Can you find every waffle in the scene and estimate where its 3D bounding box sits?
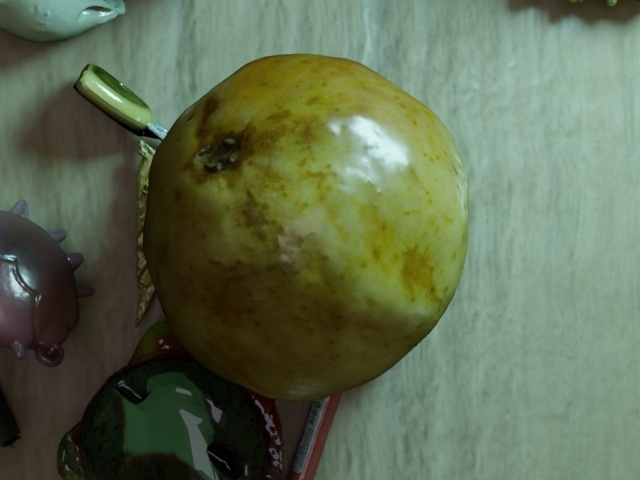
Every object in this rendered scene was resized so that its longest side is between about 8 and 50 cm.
[{"bbox_3d":[-0.219,-0.008,1.742,0.125,0.032,0.191,35,89,-10],"label":"waffle"}]

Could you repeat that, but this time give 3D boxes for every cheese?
[{"bbox_3d":[-0.220,-0.149,1.732,0.162,0.086,0.036,38,97,-14],"label":"cheese"}]

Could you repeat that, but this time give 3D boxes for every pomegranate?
[{"bbox_3d":[0.000,0.000,1.602,0.410,0.410,0.410,0,90,0],"label":"pomegranate"}]

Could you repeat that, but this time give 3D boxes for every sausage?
[{"bbox_3d":[-0.005,0.227,1.749,0.034,0.034,0.253,18,90,0],"label":"sausage"}]

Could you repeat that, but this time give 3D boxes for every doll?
[{"bbox_3d":[-0.370,0.036,1.683,0.262,0.211,0.093,49,135,11],"label":"doll"}]

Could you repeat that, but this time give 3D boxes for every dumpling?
[{"bbox_3d":[-0.334,-0.307,1.721,0.111,0.181,0.155,-39,55,34],"label":"dumpling"}]

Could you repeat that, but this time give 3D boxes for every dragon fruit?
[{"bbox_3d":[-0.164,0.240,1.697,0.268,0.130,0.295,-20,85,10],"label":"dragon fruit"}]

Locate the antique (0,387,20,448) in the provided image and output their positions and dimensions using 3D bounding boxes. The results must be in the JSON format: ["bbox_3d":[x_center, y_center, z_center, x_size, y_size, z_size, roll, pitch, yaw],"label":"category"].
[{"bbox_3d":[-0.449,0.200,1.694,0.146,0.148,0.152,-24,90,0],"label":"antique"}]

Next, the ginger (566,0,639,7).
[{"bbox_3d":[0.310,-0.332,1.722,0.205,0.081,0.115,37,59,8],"label":"ginger"}]
